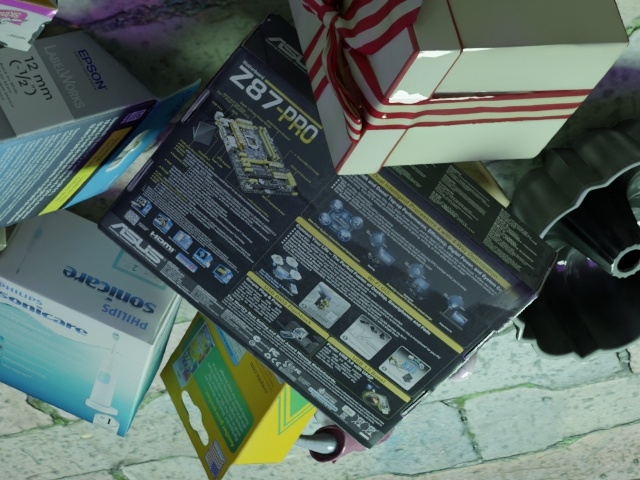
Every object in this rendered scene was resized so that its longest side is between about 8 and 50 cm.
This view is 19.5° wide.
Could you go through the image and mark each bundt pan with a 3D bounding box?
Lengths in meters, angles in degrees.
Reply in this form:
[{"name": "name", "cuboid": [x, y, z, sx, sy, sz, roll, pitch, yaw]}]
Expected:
[{"name": "bundt pan", "cuboid": [0.345, -0.014, 2.269, 0.331, 0.124, 0.331, -18, 138, -17]}]

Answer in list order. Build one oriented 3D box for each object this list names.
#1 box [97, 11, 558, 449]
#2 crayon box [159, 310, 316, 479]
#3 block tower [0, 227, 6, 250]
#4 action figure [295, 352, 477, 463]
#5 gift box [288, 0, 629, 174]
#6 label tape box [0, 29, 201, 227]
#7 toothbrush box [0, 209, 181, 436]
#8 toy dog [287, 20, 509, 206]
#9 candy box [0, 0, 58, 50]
[{"name": "box", "cuboid": [0.000, 0.000, 1.970, 0.395, 0.097, 0.318, 39, 130, -3]}, {"name": "crayon box", "cuboid": [-0.072, 0.134, 2.344, 0.083, 0.203, 0.323, 3, 134, -37]}, {"name": "block tower", "cuboid": [-0.494, 0.027, 2.269, 0.091, 0.097, 0.335, 14, 145, -34]}, {"name": "action figure", "cuboid": [0.065, 0.168, 2.477, 0.276, 0.248, 0.370, 5, 140, 4]}, {"name": "gift box", "cuboid": [0.112, -0.234, 1.768, 0.258, 0.255, 0.276, -5, 150, -22]}, {"name": "label tape box", "cuboid": [-0.332, -0.109, 1.998, 0.348, 0.115, 0.249, -23, 167, -42]}, {"name": "toothbrush box", "cuboid": [-0.300, 0.101, 2.329, 0.216, 0.126, 0.295, 24, 150, 1]}, {"name": "toy dog", "cuboid": [0.064, -0.113, 2.050, 0.220, 0.161, 0.333, -21, 110, -3]}, {"name": "candy box", "cuboid": [-0.309, -0.288, 1.572, 0.159, 0.233, 0.071, 10, 148, -30]}]
